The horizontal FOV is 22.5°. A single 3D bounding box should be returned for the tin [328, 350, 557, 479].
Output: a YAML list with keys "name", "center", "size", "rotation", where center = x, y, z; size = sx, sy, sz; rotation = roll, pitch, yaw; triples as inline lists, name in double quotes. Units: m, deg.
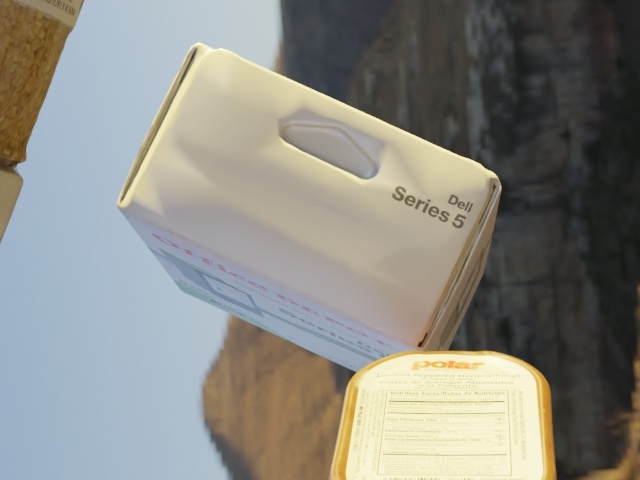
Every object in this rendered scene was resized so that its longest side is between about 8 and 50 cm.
- name: "tin"
  center: [0.060, 0.102, 0.762]
  size: [0.189, 0.106, 0.040]
  rotation: [-76, -12, -69]

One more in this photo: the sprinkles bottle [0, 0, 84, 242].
- name: "sprinkles bottle"
  center: [-0.168, -0.174, 0.844]
  size: [0.121, 0.121, 0.355]
  rotation: [18, -87, -86]

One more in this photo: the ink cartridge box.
- name: "ink cartridge box"
  center: [0.000, 0.000, 1.024]
  size: [0.273, 0.198, 0.115]
  rotation: [72, -137, -78]
